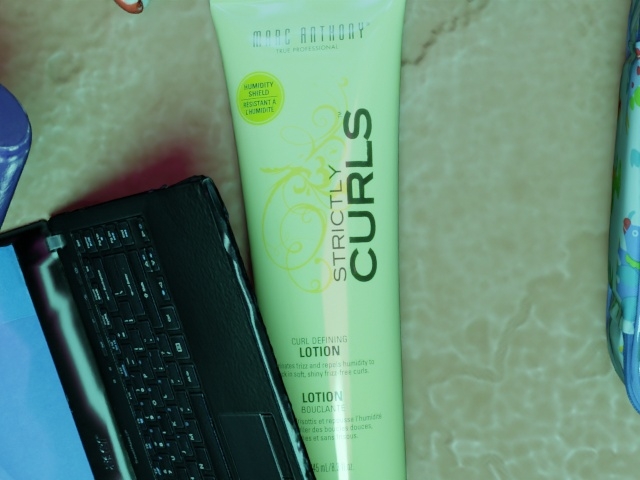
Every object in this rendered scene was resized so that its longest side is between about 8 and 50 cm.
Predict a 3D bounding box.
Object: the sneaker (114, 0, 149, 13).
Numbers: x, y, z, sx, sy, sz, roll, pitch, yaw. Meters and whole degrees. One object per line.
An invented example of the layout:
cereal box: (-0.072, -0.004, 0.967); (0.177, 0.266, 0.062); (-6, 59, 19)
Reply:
sneaker: (-0.105, -0.142, 0.846); (0.161, 0.057, 0.075); (2, 91, 2)

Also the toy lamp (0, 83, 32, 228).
toy lamp: (-0.215, 0.032, 0.816); (0.080, 0.080, 0.274); (42, 120, -1)

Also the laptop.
laptop: (-0.122, 0.113, 0.837); (0.137, 0.264, 0.234); (-22, 96, -30)

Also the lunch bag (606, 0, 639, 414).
lunch bag: (0.218, -0.024, 0.820); (0.176, 0.090, 0.219); (3, 98, 2)

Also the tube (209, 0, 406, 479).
tube: (0.000, 0.000, 0.857); (0.070, 0.062, 0.240); (-4, 91, -30)
